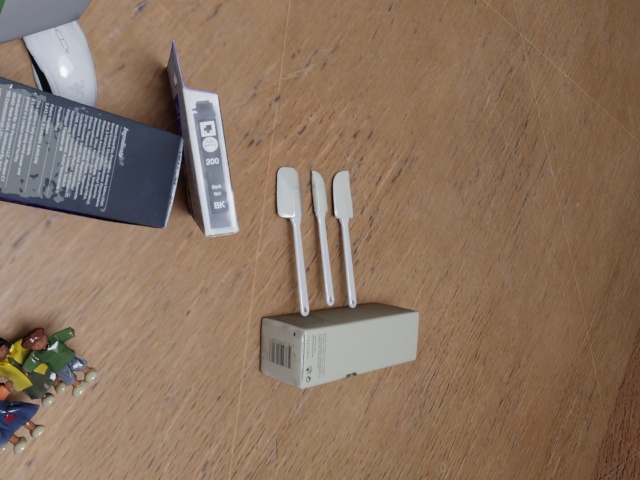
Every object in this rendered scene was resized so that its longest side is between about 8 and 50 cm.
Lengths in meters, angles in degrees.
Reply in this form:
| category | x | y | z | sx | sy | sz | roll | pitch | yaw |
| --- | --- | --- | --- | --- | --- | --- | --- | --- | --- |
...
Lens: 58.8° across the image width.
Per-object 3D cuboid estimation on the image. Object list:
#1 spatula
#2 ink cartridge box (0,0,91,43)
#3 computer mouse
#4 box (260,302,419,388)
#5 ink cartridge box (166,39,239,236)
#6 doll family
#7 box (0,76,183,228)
| category | x | y | z | sx | sy | sz | roll | pitch | yaw |
| --- | --- | --- | --- | --- | --- | --- | --- | --- | --- |
| spatula | 0.000 | 0.000 | 0.948 | 0.168 | 0.019 | 0.242 | -3 | 89 | -48 |
| ink cartridge box | -0.309 | -0.344 | 0.493 | 0.117 | 0.201 | 0.278 | -36 | 108 | -32 |
| computer mouse | -0.302 | -0.238 | 0.646 | 0.106 | 0.042 | 0.193 | -32 | 115 | -37 |
| box | 0.038 | 0.168 | 0.954 | 0.275 | 0.113 | 0.094 | -1 | 95 | -41 |
| ink cartridge box | -0.148 | -0.121 | 0.692 | 0.045 | 0.206 | 0.208 | -11 | 102 | -15 |
| doll family | -0.351 | 0.165 | 0.621 | 0.193 | 0.076 | 0.111 | -50 | 129 | -23 |
| box | -0.279 | -0.085 | 0.607 | 0.207 | 0.153 | 0.108 | 13 | 85 | -42 |
